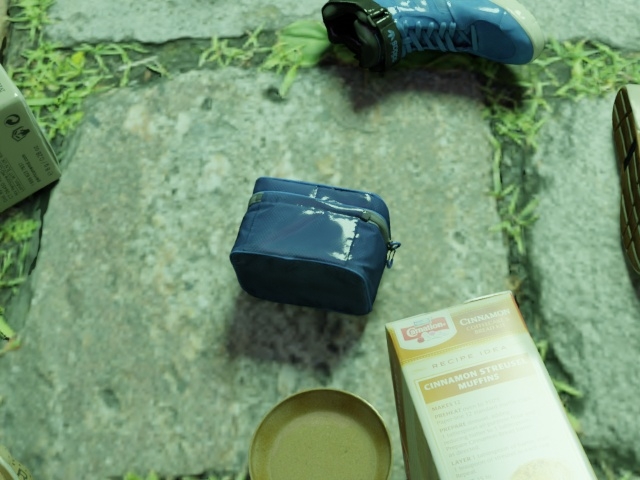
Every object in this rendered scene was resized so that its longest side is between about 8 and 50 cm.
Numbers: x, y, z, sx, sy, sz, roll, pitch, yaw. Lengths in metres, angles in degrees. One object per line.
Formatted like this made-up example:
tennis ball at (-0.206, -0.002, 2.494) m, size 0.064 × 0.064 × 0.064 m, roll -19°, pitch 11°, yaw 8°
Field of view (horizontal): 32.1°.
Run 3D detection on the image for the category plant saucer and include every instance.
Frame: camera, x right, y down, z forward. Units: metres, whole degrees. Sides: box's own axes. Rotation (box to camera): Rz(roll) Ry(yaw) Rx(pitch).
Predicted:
plant saucer at (0.001, 0.126, 0.638) m, size 0.083 × 0.015 × 0.083 m, roll -3°, pitch 61°, yaw 5°

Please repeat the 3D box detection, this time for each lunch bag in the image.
lunch bag at (0.000, 0.000, 0.680) m, size 0.098 × 0.067 × 0.065 m, roll 9°, pitch 62°, yaw 10°

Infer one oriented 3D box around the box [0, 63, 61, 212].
box at (-0.320, -0.032, 0.719) m, size 0.275 × 0.094 × 0.113 m, roll -34°, pitch 62°, yaw -13°

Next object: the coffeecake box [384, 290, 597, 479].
coffeecake box at (0.090, 0.142, 0.524) m, size 0.068 × 0.142 × 0.185 m, roll -15°, pitch 47°, yaw -3°

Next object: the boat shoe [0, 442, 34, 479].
boat shoe at (-0.187, 0.138, 0.530) m, size 0.110 × 0.121 × 0.341 m, roll -36°, pitch 32°, yaw -25°

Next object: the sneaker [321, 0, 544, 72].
sneaker at (0.069, -0.139, 0.756) m, size 0.152 × 0.058 × 0.084 m, roll 31°, pitch 62°, yaw 26°

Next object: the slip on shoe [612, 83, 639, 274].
slip on shoe at (0.211, -0.039, 0.693) m, size 0.041 × 0.051 × 0.135 m, roll 5°, pitch 54°, yaw -4°
